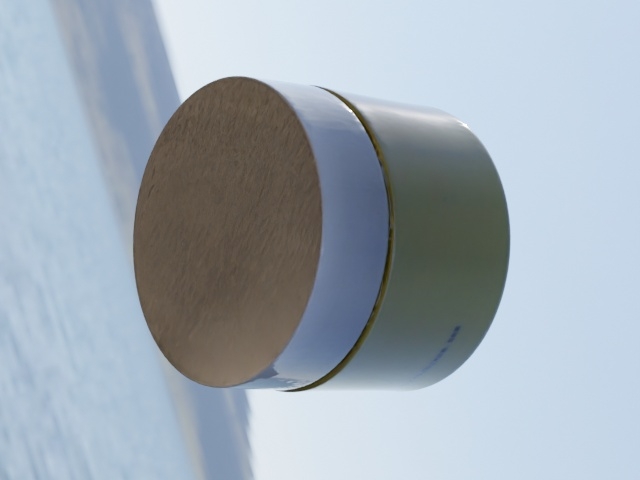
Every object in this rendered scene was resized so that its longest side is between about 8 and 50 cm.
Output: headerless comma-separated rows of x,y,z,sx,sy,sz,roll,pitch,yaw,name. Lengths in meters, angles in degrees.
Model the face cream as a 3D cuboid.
0.000,0.000,1.279,0.218,0.179,0.218,-7,-99,49,face cream
